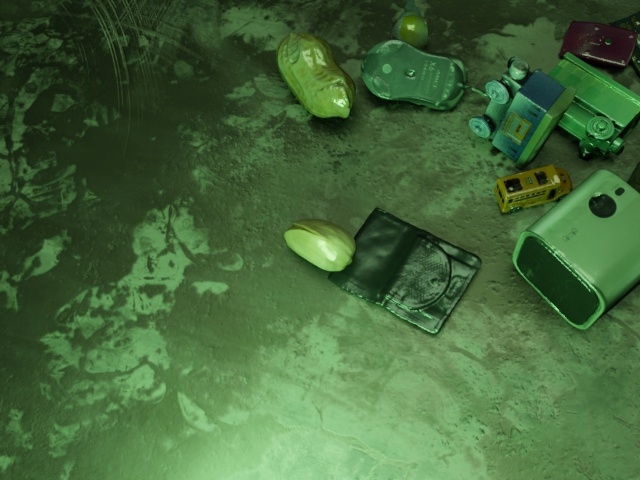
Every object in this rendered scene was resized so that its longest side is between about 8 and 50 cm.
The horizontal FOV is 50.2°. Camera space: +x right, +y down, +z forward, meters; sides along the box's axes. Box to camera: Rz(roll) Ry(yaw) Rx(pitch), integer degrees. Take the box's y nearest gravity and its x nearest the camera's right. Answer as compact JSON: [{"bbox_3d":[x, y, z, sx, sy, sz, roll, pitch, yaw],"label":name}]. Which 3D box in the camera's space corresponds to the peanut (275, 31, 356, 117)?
[{"bbox_3d":[-0.010,-0.465,1.939,0.174,0.158,0.340,-43,66,30],"label":"peanut"}]

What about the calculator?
[{"bbox_3d":[0.788,-0.557,1.930,0.190,0.034,0.127,18,76,22],"label":"calculator"}]

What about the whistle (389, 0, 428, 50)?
[{"bbox_3d":[0.256,-0.629,2.004,0.122,0.123,0.223,-3,59,6],"label":"whistle"}]

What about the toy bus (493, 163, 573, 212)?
[{"bbox_3d":[0.554,-0.139,1.760,0.194,0.088,0.083,-15,64,1],"label":"toy bus"}]

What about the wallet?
[{"bbox_3d":[0.213,0.073,1.736,0.322,0.041,0.247,27,70,23],"label":"wallet"}]

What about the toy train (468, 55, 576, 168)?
[{"bbox_3d":[0.505,-0.322,1.739,0.202,0.300,0.131,40,74,13],"label":"toy train"}]

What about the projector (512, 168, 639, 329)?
[{"bbox_3d":[0.630,0.024,1.589,0.249,0.248,0.249,-38,68,-10],"label":"projector"}]

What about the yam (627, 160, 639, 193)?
[{"bbox_3d":[0.824,-0.108,1.685,0.153,0.154,0.255,26,75,17],"label":"yam"}]

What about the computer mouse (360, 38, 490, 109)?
[{"bbox_3d":[0.298,-0.454,1.927,0.379,0.090,0.167,17,103,2],"label":"computer mouse"}]

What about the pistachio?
[{"bbox_3d":[0.000,0.000,1.736,0.200,0.145,0.117,30,73,30],"label":"pistachio"}]

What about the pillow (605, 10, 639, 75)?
[{"bbox_3d":[0.947,-0.552,1.929,0.188,0.034,0.256,-22,64,-5],"label":"pillow"}]

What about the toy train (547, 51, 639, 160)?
[{"bbox_3d":[0.704,-0.354,1.821,0.301,0.120,0.202,41,74,21],"label":"toy train"}]
